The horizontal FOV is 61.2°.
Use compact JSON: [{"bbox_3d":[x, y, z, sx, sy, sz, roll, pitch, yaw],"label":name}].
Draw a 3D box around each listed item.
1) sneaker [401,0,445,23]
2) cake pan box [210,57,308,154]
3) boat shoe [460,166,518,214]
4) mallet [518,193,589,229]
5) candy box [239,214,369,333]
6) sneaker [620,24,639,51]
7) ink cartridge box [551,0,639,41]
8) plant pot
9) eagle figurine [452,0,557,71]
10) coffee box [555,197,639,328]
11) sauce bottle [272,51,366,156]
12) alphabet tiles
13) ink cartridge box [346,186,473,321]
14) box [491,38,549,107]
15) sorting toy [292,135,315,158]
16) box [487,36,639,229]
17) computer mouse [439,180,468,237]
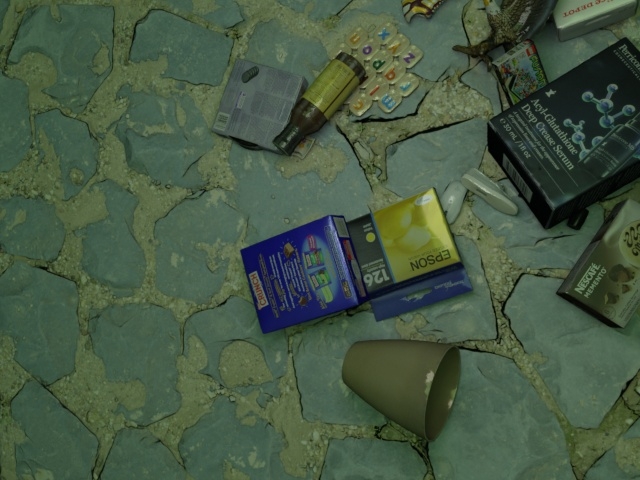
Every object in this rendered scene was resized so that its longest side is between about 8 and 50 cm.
[{"bbox_3d":[0.342,-0.716,1.639,0.186,0.069,0.083,-13,90,18],"label":"sneaker"},{"bbox_3d":[-0.196,-0.423,1.728,0.246,0.070,0.266,18,88,17],"label":"cake pan box"},{"bbox_3d":[0.490,-0.144,1.543,0.184,0.066,0.063,35,74,16],"label":"boat shoe"},{"bbox_3d":[0.643,-0.085,1.514,0.190,0.039,0.062,20,85,18],"label":"mallet"},{"bbox_3d":[-0.050,0.100,1.583,0.317,0.122,0.268,-20,81,21],"label":"candy box"},{"bbox_3d":[0.901,-0.428,1.427,0.102,0.146,0.293,-27,62,5],"label":"sneaker"},{"bbox_3d":[0.728,-0.728,1.500,0.207,0.117,0.282,-15,81,25],"label":"ink cartridge box"},{"bbox_3d":[0.206,0.372,1.474,0.274,0.256,0.256,12,87,30],"label":"plant pot"},{"bbox_3d":[0.525,-0.633,1.499,0.226,0.225,0.298,44,102,24],"label":"eagle figurine"},{"bbox_3d":[0.782,0.062,1.419,0.168,0.119,0.297,35,92,13],"label":"coffee box"},{"bbox_3d":[-0.011,-0.405,1.627,0.111,0.111,0.344,41,88,14],"label":"sauce bottle"},{"bbox_3d":[0.163,-0.529,1.678,0.278,0.021,0.284,-44,77,5],"label":"alphabet tiles"},{"bbox_3d":[0.238,0.046,1.554,0.304,0.072,0.307,-22,78,20],"label":"ink cartridge box"},{"bbox_3d":[0.563,-0.435,1.497,0.114,0.207,0.036,-34,34,8],"label":"box"},{"bbox_3d":[-0.063,-0.297,1.698,0.083,0.045,0.075,26,98,14],"label":"sorting toy"},{"bbox_3d":[0.687,-0.267,1.413,0.396,0.212,0.293,-32,70,7],"label":"box"},{"bbox_3d":[0.366,-0.089,1.572,0.106,0.042,0.192,24,90,15],"label":"computer mouse"}]
